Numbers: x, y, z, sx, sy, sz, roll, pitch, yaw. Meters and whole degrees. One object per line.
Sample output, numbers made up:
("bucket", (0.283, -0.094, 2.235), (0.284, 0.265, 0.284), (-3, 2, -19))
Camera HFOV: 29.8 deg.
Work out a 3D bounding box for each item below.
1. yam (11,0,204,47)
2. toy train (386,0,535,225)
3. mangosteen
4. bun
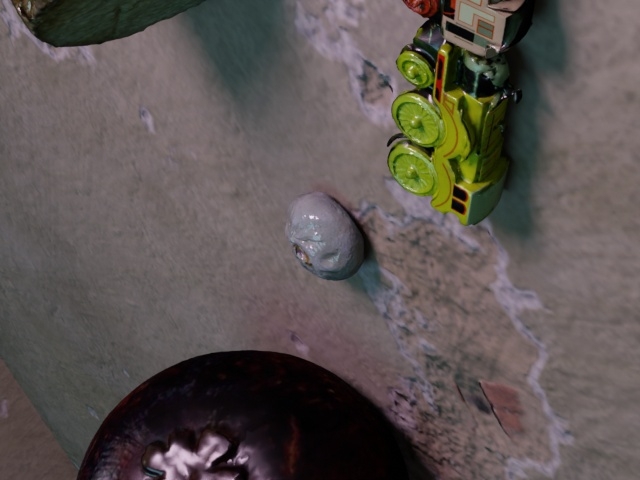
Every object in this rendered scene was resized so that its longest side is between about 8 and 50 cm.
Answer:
("yam", (-0.180, -0.273, 0.793), (0.168, 0.168, 0.304), (1, 123, 58))
("toy train", (0.081, -0.113, 0.692), (0.085, 0.053, 0.249), (29, 147, 24))
("mangosteen", (-0.067, 0.257, 1.125), (0.330, 0.330, 0.330), (38, 151, 26))
("bun", (0.000, 0.000, 0.969), (0.083, 0.045, 0.083), (44, 155, 27))
